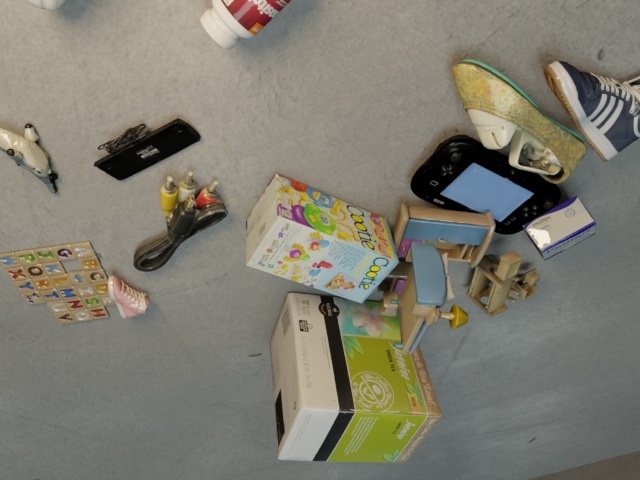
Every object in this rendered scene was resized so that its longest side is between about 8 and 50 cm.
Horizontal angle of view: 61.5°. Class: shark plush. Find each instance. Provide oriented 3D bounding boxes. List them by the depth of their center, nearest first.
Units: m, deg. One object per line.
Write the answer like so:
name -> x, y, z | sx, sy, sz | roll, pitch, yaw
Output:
shark plush -> -0.529, -0.151, 0.977 | 0.067, 0.073, 0.161 | 1, 156, 17

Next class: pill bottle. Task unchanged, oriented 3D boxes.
pill bottle -> -0.106, -0.363, 0.808 | 0.152, 0.086, 0.086 | -36, 127, 22

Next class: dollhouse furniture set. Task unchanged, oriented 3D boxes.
dollhouse furniture set -> 0.249, 0.117, 1.116 | 0.198, 0.303, 0.286 | 6, 137, -4
dollhouse furniture set -> 0.454, 0.065, 1.299 | 0.161, 0.101, 0.182 | -21, 136, -24

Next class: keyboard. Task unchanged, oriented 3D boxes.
keyboard -> -0.324, -0.179, 0.985 | 0.192, 0.038, 0.100 | -24, 154, 11

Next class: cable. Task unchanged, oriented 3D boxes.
cable -> -0.294, -0.032, 1.117 | 0.139, 0.072, 0.287 | 5, 145, -35

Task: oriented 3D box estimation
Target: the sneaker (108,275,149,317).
sneaker -> -0.431, 0.124, 1.220 | 0.070, 0.051, 0.134 | -8, 136, -4

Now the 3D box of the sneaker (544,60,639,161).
sneaker -> 0.530, -0.268, 0.981 | 0.153, 0.099, 0.282 | -35, 135, 27

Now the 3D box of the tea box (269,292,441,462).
tea box -> 0.064, 0.326, 1.289 | 0.324, 0.329, 0.220 | 8, 129, -17

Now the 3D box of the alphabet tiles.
alphabet tiles -> -0.574, 0.103, 1.206 | 0.198, 0.009, 0.237 | -8, 132, -2

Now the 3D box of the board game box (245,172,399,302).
board game box -> 0.000, 0.000, 1.112 | 0.275, 0.142, 0.144 | 21, 126, -24

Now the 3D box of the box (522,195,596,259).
box -> 0.527, -0.023, 1.183 | 0.126, 0.072, 0.137 | -33, 157, 18

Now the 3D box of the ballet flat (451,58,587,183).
ballet flat -> 0.362, -0.202, 0.994 | 0.349, 0.123, 0.123 | 23, 124, -30

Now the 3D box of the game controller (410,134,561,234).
game controller -> 0.345, -0.106, 1.122 | 0.319, 0.067, 0.166 | 21, 125, -24

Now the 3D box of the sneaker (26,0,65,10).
sneaker -> -0.273, -0.405, 0.731 | 0.169, 0.108, 0.292 | 29, 120, -26
